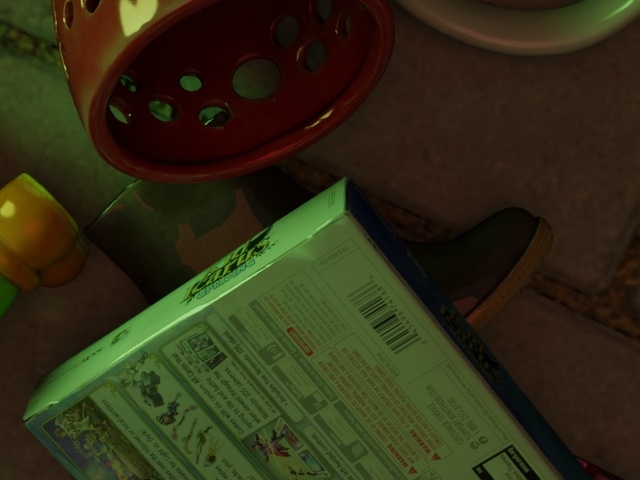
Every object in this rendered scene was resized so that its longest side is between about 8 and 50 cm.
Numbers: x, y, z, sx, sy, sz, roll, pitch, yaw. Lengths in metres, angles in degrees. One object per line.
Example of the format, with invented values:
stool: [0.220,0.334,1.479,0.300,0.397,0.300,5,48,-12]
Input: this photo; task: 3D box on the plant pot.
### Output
plant pot: [-0.071,-0.154,1.064,0.191,0.191,0.174,-22,60,-1]

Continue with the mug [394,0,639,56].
mug: [0.158,-0.275,1.062,0.328,0.276,0.374,21,124,-12]

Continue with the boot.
boot: [0.000,0.000,1.141,0.248,0.090,0.207,-36,98,4]

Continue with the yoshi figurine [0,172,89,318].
yoshi figurine: [-0.323,0.084,1.119,0.362,0.203,0.203,-47,137,-12]

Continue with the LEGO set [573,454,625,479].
LEGO set: [0.254,0.238,1.175,0.227,0.093,0.087,27,93,-5]

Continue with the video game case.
video game case: [-0.003,0.131,1.108,0.244,0.061,0.269,-33,110,16]
